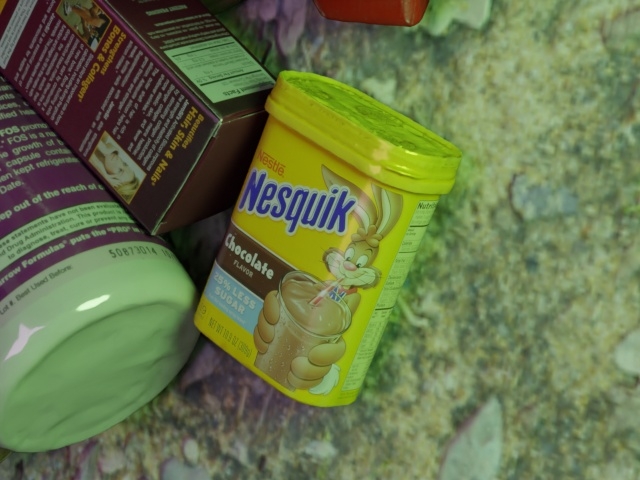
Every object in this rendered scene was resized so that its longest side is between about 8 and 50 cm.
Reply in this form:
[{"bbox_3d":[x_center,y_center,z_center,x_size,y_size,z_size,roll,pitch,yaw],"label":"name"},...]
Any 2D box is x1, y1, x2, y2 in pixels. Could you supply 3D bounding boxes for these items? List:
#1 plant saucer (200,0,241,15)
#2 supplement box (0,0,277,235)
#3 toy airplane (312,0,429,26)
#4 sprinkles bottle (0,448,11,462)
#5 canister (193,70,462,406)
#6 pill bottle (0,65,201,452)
[{"bbox_3d":[-0.101,-0.285,1.089,0.278,0.041,0.278,-1,88,37],"label":"plant saucer"},{"bbox_3d":[-0.120,-0.109,1.044,0.188,0.081,0.104,46,126,16],"label":"supplement box"},{"bbox_3d":[0.002,-0.348,0.862,0.386,0.272,0.384,40,130,-4],"label":"toy airplane"},{"bbox_3d":[-0.380,0.104,1.250,0.355,0.121,0.121,2,91,38],"label":"sprinkles bottle"},{"bbox_3d":[0.000,0.000,0.985,0.126,0.073,0.170,33,111,34],"label":"canister"},{"bbox_3d":[-0.220,-0.020,1.097,0.169,0.169,0.301,-50,62,26],"label":"pill bottle"}]
